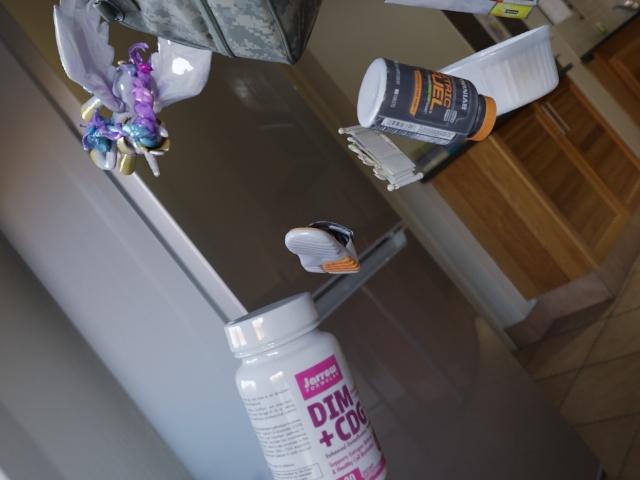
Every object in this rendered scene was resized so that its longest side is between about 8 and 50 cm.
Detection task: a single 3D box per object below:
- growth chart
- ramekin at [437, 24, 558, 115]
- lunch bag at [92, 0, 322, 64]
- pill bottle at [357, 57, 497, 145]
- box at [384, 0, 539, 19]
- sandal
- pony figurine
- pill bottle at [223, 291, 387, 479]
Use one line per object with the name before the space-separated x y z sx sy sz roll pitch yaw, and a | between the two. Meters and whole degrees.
growth chart | 0.149 -0.216 1.389 0.172 0.237 0.021 -15 -33 -41
ramekin | 0.404 -0.373 1.283 0.277 0.135 0.277 -24 13 6
lunch bag | -0.119 -0.389 0.672 0.212 0.256 0.304 62 -138 -70
pill bottle | 0.204 -0.252 1.049 0.246 0.130 0.130 8 -19 -17
box | 0.204 -0.365 0.690 0.233 0.044 0.159 -4 -33 -23
sandal | 0.010 0.000 0.936 0.102 0.076 0.265 1 -16 11
pony figurine | -0.387 -0.298 1.139 0.303 0.350 0.364 -4 4 -33
pill bottle | -0.026 0.229 0.803 0.161 0.282 0.160 -22 0 0
